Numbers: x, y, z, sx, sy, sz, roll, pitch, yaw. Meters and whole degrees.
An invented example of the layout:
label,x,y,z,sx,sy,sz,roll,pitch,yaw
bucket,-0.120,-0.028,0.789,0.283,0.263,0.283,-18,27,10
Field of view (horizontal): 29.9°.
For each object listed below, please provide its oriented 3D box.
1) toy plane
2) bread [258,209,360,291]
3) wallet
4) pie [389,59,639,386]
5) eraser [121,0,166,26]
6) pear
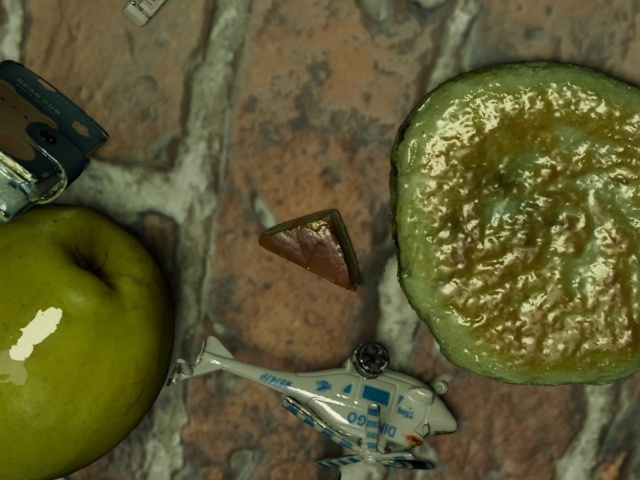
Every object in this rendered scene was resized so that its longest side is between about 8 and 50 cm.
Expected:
label,x,y,z,sx,sy,sz,roll,pitch,yaw
toy plane,-0.002,0.147,1.153,0.273,0.107,0.182,13,152,8
bread,0.000,0.000,1.141,0.109,0.043,0.062,28,112,2
wallet,-0.282,-0.093,1.083,0.141,0.202,0.059,37,108,-4
pie,0.212,-0.011,1.085,0.323,0.070,0.323,2,107,7
eraser,-0.145,-0.237,1.107,0.027,0.019,0.099,39,111,-17
pear,-0.271,0.106,1.118,0.253,0.253,0.307,35,119,-1
